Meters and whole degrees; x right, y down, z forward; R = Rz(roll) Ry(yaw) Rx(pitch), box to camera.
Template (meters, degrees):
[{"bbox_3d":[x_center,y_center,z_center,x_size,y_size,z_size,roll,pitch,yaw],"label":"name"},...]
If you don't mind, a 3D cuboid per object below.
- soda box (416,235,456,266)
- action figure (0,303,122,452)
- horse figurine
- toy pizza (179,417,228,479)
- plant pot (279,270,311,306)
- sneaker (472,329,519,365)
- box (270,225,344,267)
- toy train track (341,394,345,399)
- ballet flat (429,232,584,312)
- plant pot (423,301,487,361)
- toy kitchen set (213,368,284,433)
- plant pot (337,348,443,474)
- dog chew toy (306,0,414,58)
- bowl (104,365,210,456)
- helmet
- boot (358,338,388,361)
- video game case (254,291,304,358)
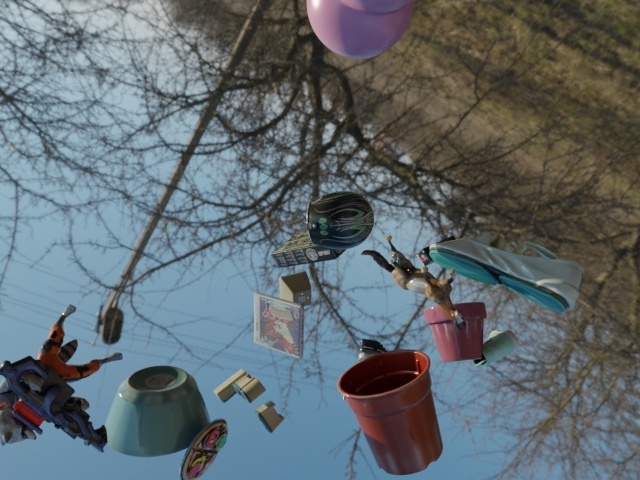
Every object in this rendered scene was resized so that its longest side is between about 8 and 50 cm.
[{"bbox_3d":[0.447,0.039,1.902,0.169,0.053,0.060,-20,-111,-30],"label":"soda box"},{"bbox_3d":[-0.654,0.378,1.258,0.341,0.179,0.330,65,-148,-24],"label":"action figure"},{"bbox_3d":[0.221,0.084,1.159,0.263,0.066,0.174,28,158,34],"label":"horse figurine"},{"bbox_3d":[-0.332,0.617,1.473,0.032,0.201,0.201,23,-168,22],"label":"toy pizza"},{"bbox_3d":[-0.085,0.193,1.879,0.109,0.108,0.096,-12,-147,-22],"label":"plant pot"},{"bbox_3d":[0.590,0.385,1.781,0.094,0.151,0.256,62,176,19],"label":"sneaker"},{"bbox_3d":[0.000,0.000,1.641,0.216,0.270,0.060,-41,-69,-43],"label":"box"},{"bbox_3d":[0.097,0.586,1.987,0.048,0.014,0.083,23,-124,-22],"label":"toy train track"},{"bbox_3d":[0.454,0.053,1.242,0.139,0.139,0.400,19,-177,-39],"label":"ballet flat"},{"bbox_3d":[0.453,0.305,1.665,0.201,0.201,0.180,12,-112,-50],"label":"plant pot"},{"bbox_3d":[-0.239,0.547,1.674,0.166,0.122,0.207,59,157,-11],"label":"toy kitchen set"},{"bbox_3d":[0.216,0.493,1.439,0.272,0.273,0.264,-47,-60,-74],"label":"plant pot"},{"bbox_3d":[0.093,-0.479,0.894,0.207,0.206,0.332,31,161,-2],"label":"dog chew toy"},{"bbox_3d":[-0.491,0.490,1.521,0.312,0.163,0.311,3,-168,-1],"label":"bowl"},{"bbox_3d":[0.058,-0.053,1.314,0.162,0.169,0.169,-3,-171,15],"label":"helmet"},{"bbox_3d":[0.236,0.423,1.887,0.190,0.069,0.086,16,-131,-10],"label":"boot"},{"bbox_3d":[-0.140,0.279,1.665,0.202,0.183,0.023,11,-163,33],"label":"video game case"}]
